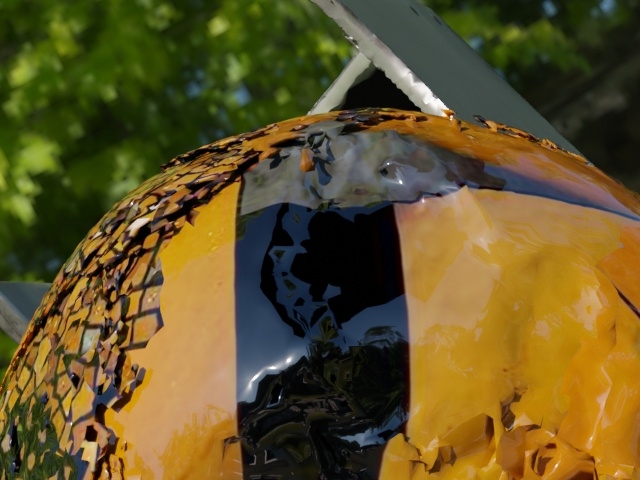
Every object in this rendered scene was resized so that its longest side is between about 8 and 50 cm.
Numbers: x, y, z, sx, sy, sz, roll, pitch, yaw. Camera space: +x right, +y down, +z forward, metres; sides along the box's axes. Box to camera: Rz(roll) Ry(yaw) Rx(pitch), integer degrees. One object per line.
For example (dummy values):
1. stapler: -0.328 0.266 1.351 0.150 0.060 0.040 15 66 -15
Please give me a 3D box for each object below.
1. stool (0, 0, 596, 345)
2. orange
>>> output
1. stool: 0.000 0.000 1.089 0.243 0.170 0.269 -48 -16 13
2. orange: 0.020 0.067 0.596 0.234 0.182 0.234 -11 -39 -9
